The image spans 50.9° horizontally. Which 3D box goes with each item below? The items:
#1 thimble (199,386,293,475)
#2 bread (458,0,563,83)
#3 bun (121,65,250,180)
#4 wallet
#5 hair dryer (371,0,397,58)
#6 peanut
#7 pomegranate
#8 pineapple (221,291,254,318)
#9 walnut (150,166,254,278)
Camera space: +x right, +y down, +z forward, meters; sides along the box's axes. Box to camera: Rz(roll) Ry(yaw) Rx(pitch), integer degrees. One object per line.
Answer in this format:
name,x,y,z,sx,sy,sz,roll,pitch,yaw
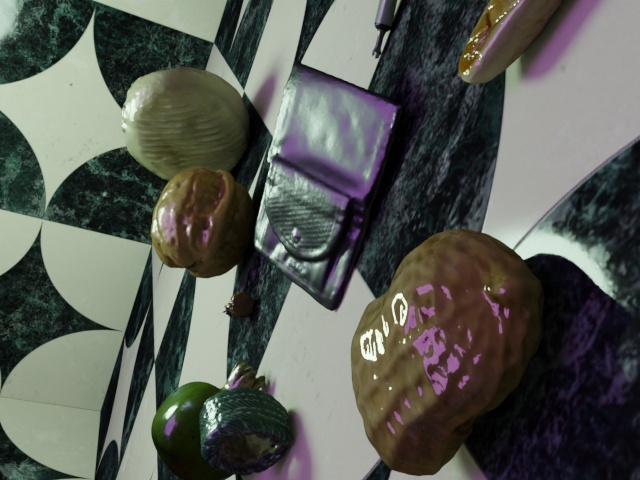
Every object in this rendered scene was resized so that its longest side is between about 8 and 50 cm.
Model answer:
thimble,-0.119,0.297,1.043,0.118,0.135,0.090,-61,25,23
bread,0.212,-0.247,0.667,0.214,0.053,0.073,-57,30,34
bun,-0.352,-0.319,1.799,0.326,0.362,0.235,-23,49,19
wallet,-0.009,-0.087,1.026,0.247,0.041,0.323,33,113,41
hair dryer,0.105,-0.385,1.056,0.100,0.057,0.198,-132,54,-68
peanut,0.109,0.097,0.622,0.197,0.110,0.233,-98,28,-46
pomegranate,-0.187,0.314,1.187,0.225,0.187,0.187,-50,18,-10
pineapple,-0.175,0.137,1.424,0.124,0.058,0.058,162,121,-72
walnut,-0.262,-0.048,1.528,0.257,0.224,0.257,-45,33,40
